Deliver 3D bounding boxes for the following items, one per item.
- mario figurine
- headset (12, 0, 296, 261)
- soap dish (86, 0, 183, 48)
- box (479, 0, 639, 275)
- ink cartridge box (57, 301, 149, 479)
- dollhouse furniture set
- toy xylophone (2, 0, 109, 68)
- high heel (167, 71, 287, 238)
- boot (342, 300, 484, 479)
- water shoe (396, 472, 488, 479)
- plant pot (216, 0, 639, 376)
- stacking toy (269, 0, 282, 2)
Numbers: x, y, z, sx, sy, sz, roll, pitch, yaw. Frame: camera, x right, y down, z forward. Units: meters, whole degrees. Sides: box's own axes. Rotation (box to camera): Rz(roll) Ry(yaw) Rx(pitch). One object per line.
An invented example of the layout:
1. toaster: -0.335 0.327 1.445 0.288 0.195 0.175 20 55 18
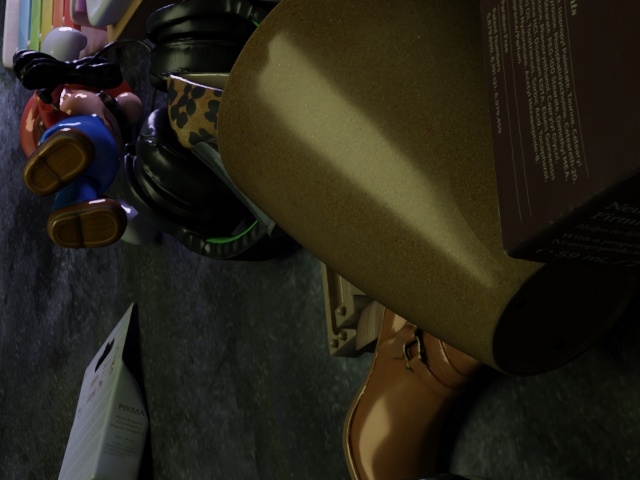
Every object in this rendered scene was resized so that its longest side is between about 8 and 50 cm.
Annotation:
1. mario figurine: -0.245 -0.116 2.004 0.320 0.170 0.198 -105 28 -66
2. headset: -0.138 -0.125 1.730 0.394 0.185 0.243 27 109 52
3. soap dish: -0.171 -0.381 1.938 0.229 0.118 0.291 135 135 -53
4. box: 0.211 -0.090 0.993 0.203 0.168 0.167 142 130 -58
5. ink cartridge box: -0.242 0.214 2.058 0.189 0.066 0.232 -50 20 51
6. dollhouse furniture set: 0.000 0.000 1.477 0.151 0.123 0.144 137 134 -54
7. toy xylophone: -0.317 -0.266 2.268 0.323 0.081 0.236 151 121 -61
8. high heel: -0.034 -0.154 1.531 0.186 0.093 0.261 49 122 24
9. boot: 0.082 0.111 1.342 0.152 0.073 0.197 -32 59 55
10. water shoe: 0.113 0.203 1.238 0.203 0.080 0.073 179 96 -65
11. plant pot: 0.092 -0.034 1.209 0.254 0.237 0.237 53 133 37
12. stacking toy: -0.076 -0.310 1.543 0.480 0.351 0.350 141 131 -72
